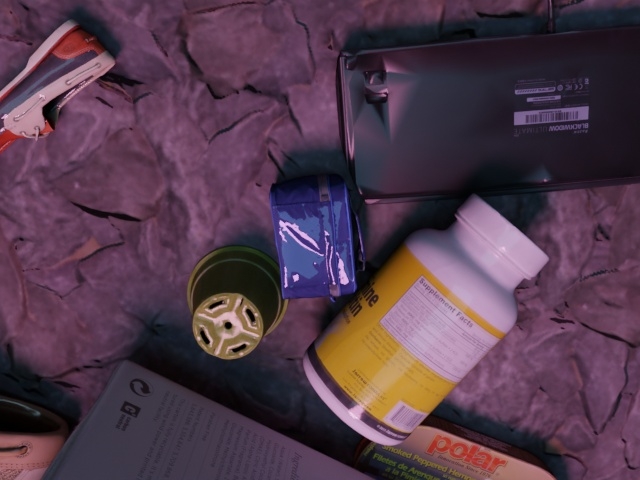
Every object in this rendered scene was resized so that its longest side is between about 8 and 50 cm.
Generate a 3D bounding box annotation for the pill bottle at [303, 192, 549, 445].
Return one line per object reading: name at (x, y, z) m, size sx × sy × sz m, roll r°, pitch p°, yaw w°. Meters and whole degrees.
pill bottle at (0.080, 0.057, 0.556) m, size 0.103 × 0.103 × 0.184 m, roll 40°, pitch 99°, yaw -9°

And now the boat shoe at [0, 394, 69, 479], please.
boat shoe at (-0.354, 0.111, 0.533) m, size 0.341 × 0.122 × 0.110 m, roll 33°, pitch 92°, yaw -33°

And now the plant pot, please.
plant pot at (-0.066, 0.053, 0.565) m, size 0.084 × 0.079 × 0.083 m, roll 0°, pitch 102°, yaw -1°

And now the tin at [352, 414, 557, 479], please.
tin at (0.118, 0.212, 0.627) m, size 0.190 × 0.040 × 0.106 m, roll 23°, pitch 106°, yaw -5°

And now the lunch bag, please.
lunch bag at (0.000, 0.000, 0.560) m, size 0.065 × 0.067 × 0.098 m, roll -7°, pitch 104°, yaw 1°

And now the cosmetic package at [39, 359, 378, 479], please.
cosmetic package at (-0.038, 0.284, 0.562) m, size 0.385 × 0.156 × 0.217 m, roll 27°, pitch 116°, yaw -5°

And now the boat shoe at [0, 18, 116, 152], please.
boat shoe at (-0.211, -0.100, 0.546) m, size 0.043 × 0.049 × 0.137 m, roll 43°, pitch 94°, yaw -12°

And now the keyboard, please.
keyboard at (0.169, -0.134, 0.551) m, size 0.318 × 0.033 × 0.201 m, roll -5°, pitch 109°, yaw -1°
